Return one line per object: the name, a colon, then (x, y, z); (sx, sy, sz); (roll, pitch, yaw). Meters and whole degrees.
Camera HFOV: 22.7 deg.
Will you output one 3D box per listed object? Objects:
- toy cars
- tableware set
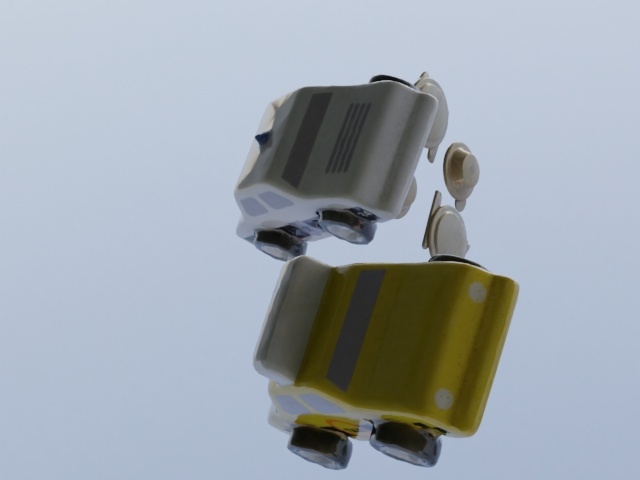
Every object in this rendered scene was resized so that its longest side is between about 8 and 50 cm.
toy cars: (0.000, 0.000, 0.894); (0.176, 0.087, 0.394); (-55, -157, 21)
tableware set: (0.101, -0.057, 1.440); (0.020, 0.169, 0.141); (-2, -128, 36)
